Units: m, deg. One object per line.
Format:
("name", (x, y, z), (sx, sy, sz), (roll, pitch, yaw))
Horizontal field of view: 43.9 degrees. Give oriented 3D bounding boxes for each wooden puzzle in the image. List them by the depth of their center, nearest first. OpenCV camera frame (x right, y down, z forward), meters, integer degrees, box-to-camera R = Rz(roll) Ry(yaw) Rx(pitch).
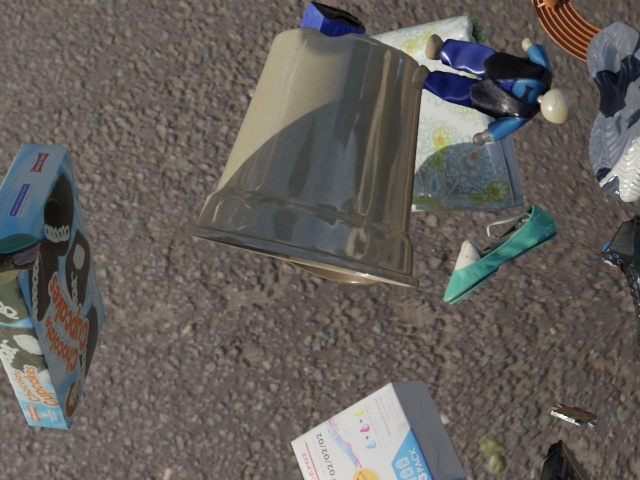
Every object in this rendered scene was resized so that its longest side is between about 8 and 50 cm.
("wooden puzzle", (0.382, 0.262, 1.196), (0.083, 0.049, 0.006), (15, 106, 48))

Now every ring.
("ring", (0.517, -0.457, 1.319), (0.336, 0.032, 0.337), (2, 104, 9))

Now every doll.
("doll", (0.192, -0.165, 0.868), (0.189, 0.046, 0.129), (26, 95, 34))

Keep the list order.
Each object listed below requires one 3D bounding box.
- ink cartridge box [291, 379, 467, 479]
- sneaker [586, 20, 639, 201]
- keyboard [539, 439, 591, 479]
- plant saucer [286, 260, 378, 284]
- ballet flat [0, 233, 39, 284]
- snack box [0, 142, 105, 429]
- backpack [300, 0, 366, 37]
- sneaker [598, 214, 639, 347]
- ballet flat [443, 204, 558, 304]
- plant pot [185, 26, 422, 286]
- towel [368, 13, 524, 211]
("ink cartridge box", (0.041, 0.225, 0.792), (0.181, 0.061, 0.104), (-38, 62, 31))
("sneaker", (0.426, -0.154, 1.025), (0.094, 0.153, 0.235), (-34, 52, 52))
("keyboard", (0.294, 0.376, 0.849), (0.033, 0.317, 0.202), (-7, 44, 41))
("plant saucer", (0.000, 0.000, 1.478), (0.277, 0.278, 0.041), (11, 66, 24))
("ballet flat", (-0.269, 0.022, 0.641), (0.041, 0.114, 0.041), (3, 99, 17))
("snack box", (-0.329, 0.065, 0.956), (0.060, 0.322, 0.187), (6, 48, 0))
("backpack", (0.026, -0.442, 1.685), (0.101, 0.120, 0.098), (-62, 38, 33))
("sneaker", (0.513, 0.065, 1.305), (0.121, 0.079, 0.217), (13, 94, 15))
("ballet flat", (0.311, 0.016, 1.451), (0.247, 0.083, 0.087), (-35, 93, 7))
("plant pot", (0.008, -0.118, 1.120), (0.333, 0.334, 0.306), (12, 87, 24))
("towel", (0.218, -0.227, 1.533), (0.320, 0.090, 0.375), (2, 117, 48))
